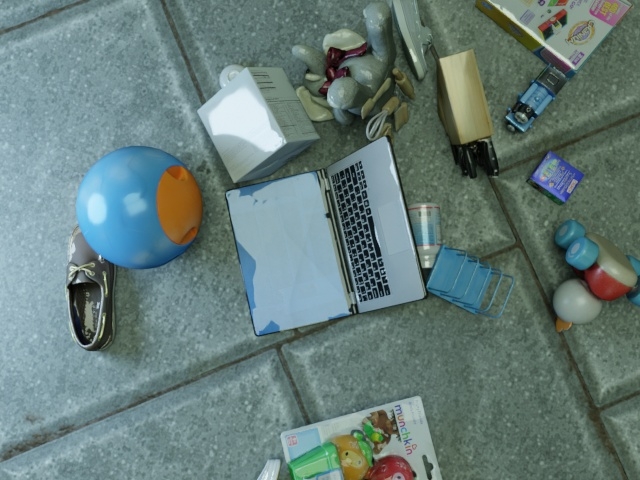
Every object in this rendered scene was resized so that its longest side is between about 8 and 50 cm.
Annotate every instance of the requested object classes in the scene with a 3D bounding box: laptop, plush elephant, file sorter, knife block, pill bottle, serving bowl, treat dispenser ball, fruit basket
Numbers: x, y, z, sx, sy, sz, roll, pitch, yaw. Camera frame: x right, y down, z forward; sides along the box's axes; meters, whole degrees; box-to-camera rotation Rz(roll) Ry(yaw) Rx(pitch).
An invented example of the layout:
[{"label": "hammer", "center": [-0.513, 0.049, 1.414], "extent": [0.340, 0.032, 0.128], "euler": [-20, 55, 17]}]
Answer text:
[{"label": "laptop", "center": [0.000, 0.000, 1.676], "extent": [0.236, 0.408, 0.382], "euler": [-9, 83, -35]}, {"label": "plush elephant", "center": [0.048, -0.411, 1.718], "extent": [0.255, 0.330, 0.272], "euler": [18, 84, 24]}, {"label": "file sorter", "center": [0.360, 0.100, 1.690], "extent": [0.170, 0.104, 0.118], "euler": [26, 83, -24]}, {"label": "knife block", "center": [0.363, -0.285, 1.705], "extent": [0.088, 0.276, 0.242], "euler": [-17, 54, -2]}, {"label": "pill bottle", "center": [0.256, -0.010, 1.743], "extent": [0.087, 0.087, 0.160], "euler": [-2, 83, 0]}, {"label": "serving bowl", "center": [-0.221, -0.418, 1.821], "extent": [0.083, 0.027, 0.083], "euler": [0, 82, 0]}, {"label": "treat dispenser ball", "center": [-0.420, -0.076, 1.650], "extent": [0.288, 0.288, 0.288], "euler": [0, 83, 0]}, {"label": "fruit basket", "center": [0.112, 0.565, 1.641], "extent": [0.353, 0.165, 0.327], "euler": [-13, 83, -5]}]

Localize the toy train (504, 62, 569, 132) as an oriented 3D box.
[{"label": "toy train", "center": [0.539, -0.354, 1.774], "extent": [0.080, 0.105, 0.184], "euler": [40, 85, 5]}]

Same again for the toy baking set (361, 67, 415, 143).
[{"label": "toy baking set", "center": [0.169, -0.309, 1.692], "extent": [0.030, 0.256, 0.197], "euler": [20, 82, 24]}]

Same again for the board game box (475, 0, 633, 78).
[{"label": "board game box", "center": [0.601, -0.608, 1.825], "extent": [0.316, 0.064, 0.242], "euler": [41, 85, 4]}]

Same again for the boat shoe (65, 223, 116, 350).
[{"label": "boat shoe", "center": [-0.567, 0.108, 1.724], "extent": [0.116, 0.097, 0.324], "euler": [-6, 83, -1]}]

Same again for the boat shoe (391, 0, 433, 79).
[{"label": "boat shoe", "center": [0.247, -0.526, 1.808], "extent": [0.081, 0.079, 0.227], "euler": [-16, 80, 3]}]

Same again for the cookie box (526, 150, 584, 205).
[{"label": "cookie box", "center": [0.593, -0.157, 1.784], "extent": [0.107, 0.040, 0.092], "euler": [37, 84, 4]}]

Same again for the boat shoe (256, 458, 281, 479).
[{"label": "boat shoe", "center": [-0.181, 0.633, 1.663], "extent": [0.096, 0.098, 0.277], "euler": [26, 85, 2]}]

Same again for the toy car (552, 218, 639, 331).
[{"label": "toy car", "center": [0.634, 0.115, 1.707], "extent": [0.219, 0.210, 0.238], "euler": [30, 112, -10]}]

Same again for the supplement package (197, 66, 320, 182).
[{"label": "supplement package", "center": [-0.149, -0.280, 1.705], "extent": [0.194, 0.149, 0.203], "euler": [-31, 83, 34]}]
